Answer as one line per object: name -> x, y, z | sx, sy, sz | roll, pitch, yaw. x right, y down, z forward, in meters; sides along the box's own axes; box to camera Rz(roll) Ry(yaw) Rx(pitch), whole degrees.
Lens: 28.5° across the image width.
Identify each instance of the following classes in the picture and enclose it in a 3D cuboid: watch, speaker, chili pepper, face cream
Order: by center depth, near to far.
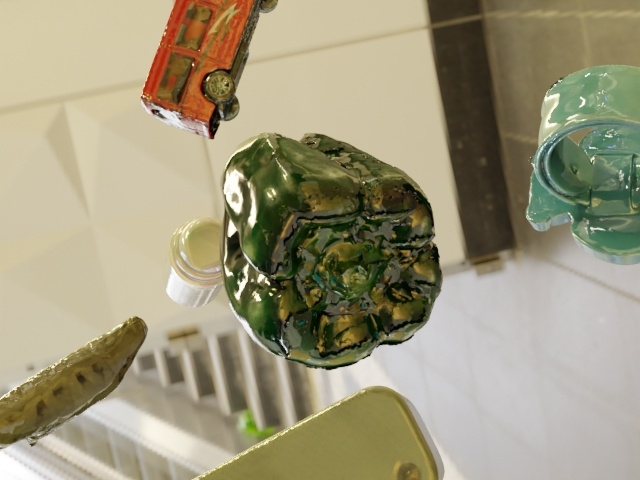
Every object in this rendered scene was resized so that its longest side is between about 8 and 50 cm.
chili pepper -> 0.000, 0.000, 1.435 | 0.257, 0.233, 0.249 | -130, 42, -53
watch -> 0.324, -0.102, 1.444 | 0.193, 0.210, 0.211 | 71, 177, -49
speaker -> -0.022, 0.366, 1.811 | 0.183, 0.406, 0.184 | 63, -172, 11
face cream -> -0.175, 0.030, 1.829 | 0.345, 0.101, 0.102 | 133, 123, -75

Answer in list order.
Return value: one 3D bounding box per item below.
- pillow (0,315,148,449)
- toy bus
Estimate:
pillow -> -0.292, 0.176, 1.451 | 0.051, 0.241, 0.093 | 36, 145, 29
toy bus -> -0.105, -0.204, 1.253 | 0.081, 0.089, 0.195 | 96, -166, -81
